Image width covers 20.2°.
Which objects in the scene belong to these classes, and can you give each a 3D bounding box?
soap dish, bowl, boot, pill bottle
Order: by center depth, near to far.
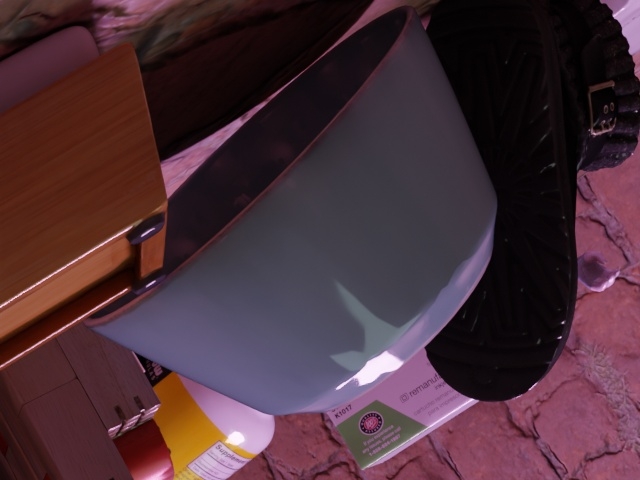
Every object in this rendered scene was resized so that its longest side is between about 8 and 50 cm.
[{"bbox_3d":[-0.214,0.018,0.998,0.291,0.118,0.229,-32,173,-12],"label":"soap dish"},{"bbox_3d":[0.000,0.002,1.242,0.311,0.163,0.311,-41,-169,10],"label":"bowl"},{"bbox_3d":[0.183,-0.050,1.520,0.131,0.348,0.260,5,-175,22],"label":"boot"},{"bbox_3d":[-0.181,0.229,2.241,0.334,0.188,0.188,-39,172,9],"label":"pill bottle"}]

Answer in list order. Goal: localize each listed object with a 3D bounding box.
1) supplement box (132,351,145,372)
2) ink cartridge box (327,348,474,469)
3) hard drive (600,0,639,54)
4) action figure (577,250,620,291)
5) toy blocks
[{"bbox_3d":[-0.262,0.170,2.137,0.062,0.036,0.098,-26,172,-47],"label":"supplement box"},{"bbox_3d":[0.072,0.110,2.218,0.201,0.278,0.117,-34,170,14],"label":"ink cartridge box"},{"bbox_3d":[0.319,-0.236,1.892,0.210,0.040,0.319,-38,171,40],"label":"hard drive"},{"bbox_3d":[0.142,0.011,1.974,0.370,0.248,0.276,-25,170,-34],"label":"action figure"},{"bbox_3d":[-0.202,0.179,1.505,0.191,0.261,0.381,-27,170,-20],"label":"toy blocks"}]
